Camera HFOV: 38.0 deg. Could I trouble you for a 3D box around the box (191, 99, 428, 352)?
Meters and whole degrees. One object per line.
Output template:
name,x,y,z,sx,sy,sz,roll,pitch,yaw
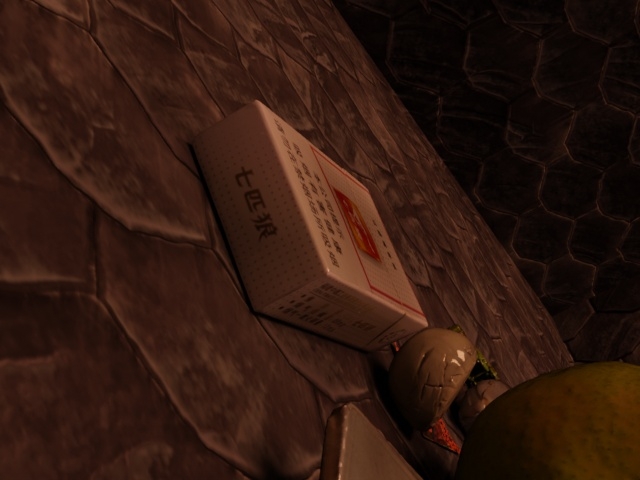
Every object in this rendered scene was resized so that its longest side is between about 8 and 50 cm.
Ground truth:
box,-0.001,0.000,1.064,0.330,0.095,0.210,33,32,-63

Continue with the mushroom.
mushroom,0.281,0.271,1.500,0.096,0.099,0.278,70,13,11

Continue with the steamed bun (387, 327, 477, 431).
steamed bun,0.131,0.167,1.163,0.091,0.130,0.112,32,26,14

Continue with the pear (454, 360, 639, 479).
pear,0.322,0.322,1.054,0.391,0.391,0.391,54,16,-24

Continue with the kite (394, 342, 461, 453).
kite,0.144,0.236,1.269,0.222,0.008,0.125,59,15,-9

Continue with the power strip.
power strip,0.032,0.262,0.742,0.198,0.064,0.213,53,30,-33

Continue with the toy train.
toy train,0.288,0.241,1.652,0.249,0.053,0.085,48,14,-41
